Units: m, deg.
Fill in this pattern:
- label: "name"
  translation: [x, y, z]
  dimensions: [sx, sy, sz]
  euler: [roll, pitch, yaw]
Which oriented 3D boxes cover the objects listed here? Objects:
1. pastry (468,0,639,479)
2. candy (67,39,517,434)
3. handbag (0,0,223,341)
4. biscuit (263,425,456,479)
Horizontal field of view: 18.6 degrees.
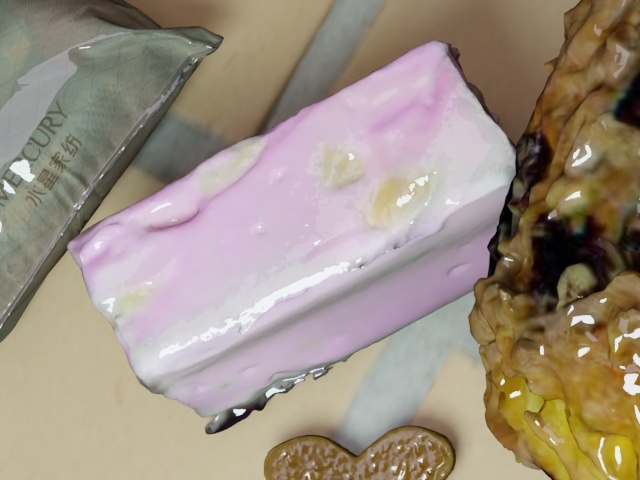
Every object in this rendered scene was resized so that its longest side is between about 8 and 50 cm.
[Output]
- label: "pastry"
  translation: [0.258, -0.013, 1.029]
  dimensions: [0.405, 0.292, 0.337]
  euler: [-37, 67, 0]
- label: "candy"
  translation: [0.000, 0.000, 1.179]
  dimensions: [0.265, 0.155, 0.116]
  euler: [-28, 66, 8]
- label: "handbag"
  translation: [-0.206, -0.067, 1.287]
  dimensions: [0.182, 0.117, 0.270]
  euler: [35, 89, 31]
- label: "biscuit"
  translation: [0.023, 0.216, 1.178]
  dimensions: [0.138, 0.031, 0.205]
  euler: [-7, 73, 16]
